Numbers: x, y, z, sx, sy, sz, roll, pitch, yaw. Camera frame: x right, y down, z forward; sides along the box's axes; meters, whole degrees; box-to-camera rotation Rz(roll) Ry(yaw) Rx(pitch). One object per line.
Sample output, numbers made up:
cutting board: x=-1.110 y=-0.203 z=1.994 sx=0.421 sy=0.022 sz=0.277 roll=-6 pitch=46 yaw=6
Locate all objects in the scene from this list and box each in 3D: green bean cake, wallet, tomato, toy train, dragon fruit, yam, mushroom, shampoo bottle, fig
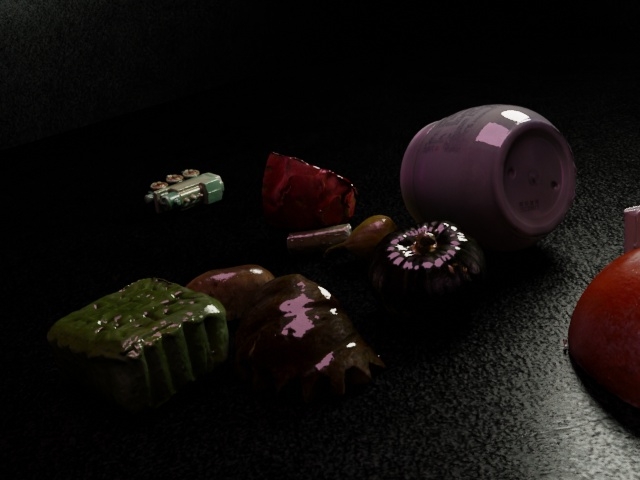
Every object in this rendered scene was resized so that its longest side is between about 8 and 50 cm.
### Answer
green bean cake: x=-0.276 y=0.157 z=1.249 sx=0.248 sy=0.125 sz=0.222 roll=13 pitch=30 yaw=43
wallet: x=0.529 y=0.002 z=1.323 sx=0.061 sy=0.122 sz=0.025 roll=-10 pitch=22 yaw=-4
tomato: x=0.505 y=0.094 z=1.084 sx=0.338 sy=0.144 sz=0.338 roll=-6 pitch=23 yaw=3
toy train: x=-0.347 y=-0.122 z=2.044 sx=0.125 sy=0.081 sz=0.194 roll=17 pitch=32 yaw=41
dragon fruit: x=-0.022 y=-0.075 z=1.692 sx=0.189 sy=0.261 sz=0.163 roll=-46 pitch=64 yaw=5
yam: x=0.000 y=0.000 z=1.633 sx=0.132 sy=0.054 sz=0.054 roll=-8 pitch=22 yaw=4
mushroom: x=-0.168 y=0.095 z=1.417 sx=0.209 sy=0.094 sz=0.072 roll=-12 pitch=18 yaw=-18
shampoo bottle: x=0.309 y=-0.115 z=1.504 sx=0.273 sy=0.273 sz=0.266 roll=-21 pitch=14 yaw=-27
fig: x=0.079 y=0.018 z=1.557 sx=0.166 sy=0.093 sz=0.093 roll=-33 pitch=16 yaw=17

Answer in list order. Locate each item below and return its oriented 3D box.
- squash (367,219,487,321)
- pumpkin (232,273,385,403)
squash: x=0.174 y=0.047 z=1.316 sx=0.193 sy=0.156 sz=0.193 roll=-28 pitch=26 yaw=15
pumpkin: x=-0.045 y=0.139 z=1.182 sx=0.254 sy=0.149 sz=0.130 roll=4 pitch=17 yaw=27
